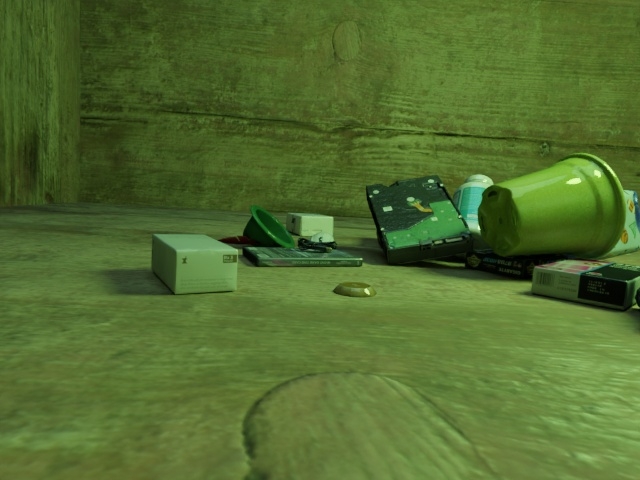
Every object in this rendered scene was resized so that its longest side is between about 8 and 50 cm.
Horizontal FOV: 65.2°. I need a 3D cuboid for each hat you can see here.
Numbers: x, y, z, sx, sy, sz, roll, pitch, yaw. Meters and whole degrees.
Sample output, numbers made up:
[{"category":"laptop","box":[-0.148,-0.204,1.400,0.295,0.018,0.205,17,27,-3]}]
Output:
[{"category":"hat","box":[-0.214,0.008,1.550,0.208,0.183,0.173,44,13,-5]}]

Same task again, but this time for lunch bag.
[{"category":"lunch bag","box":[0.746,-0.040,1.590,0.328,0.238,0.385,-2,-8,-34]}]

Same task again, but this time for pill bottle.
[{"category":"pill bottle","box":[0.472,-0.079,1.537,0.146,0.264,0.146,14,-35,10]}]

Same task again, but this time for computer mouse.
[{"category":"computer mouse","box":[0.000,0.000,1.423,0.106,0.042,0.193,3,6,6]}]

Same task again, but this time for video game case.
[{"category":"video game case","box":[-0.053,0.042,1.323,0.274,0.026,0.196,2,6,-20]}]

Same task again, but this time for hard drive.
[{"category":"hard drive","box":[0.275,-0.069,1.456,0.237,0.064,0.339,-10,36,-1]}]

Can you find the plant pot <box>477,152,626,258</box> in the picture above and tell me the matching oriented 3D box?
[{"category":"plant pot","box":[0.552,-0.069,1.260,0.254,0.276,0.276,-9,9,-13]}]

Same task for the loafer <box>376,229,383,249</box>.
[{"category":"loafer","box":[0.330,-0.001,1.600,0.366,0.133,0.130,-2,-29,-25]}]

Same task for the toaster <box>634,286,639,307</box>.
[{"category":"toaster","box":[0.639,0.082,0.852,0.146,0.129,0.227,9,7,25]}]

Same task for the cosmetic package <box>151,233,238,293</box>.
[{"category":"cosmetic package","box":[-0.253,0.040,0.980,0.117,0.085,0.231,0,9,-27]}]

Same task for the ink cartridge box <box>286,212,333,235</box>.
[{"category":"ink cartridge box","box":[-0.045,-0.066,2.036,0.140,0.082,0.191,1,5,-21]}]

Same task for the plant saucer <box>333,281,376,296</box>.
[{"category":"plant saucer","box":[0.067,0.092,0.967,0.083,0.015,0.083,3,6,0]}]

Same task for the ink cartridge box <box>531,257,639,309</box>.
[{"category":"ink cartridge box","box":[0.628,0.087,1.119,0.176,0.069,0.371,9,6,42]}]

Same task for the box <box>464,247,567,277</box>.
[{"category":"box","box":[0.531,0.057,1.359,0.220,0.051,0.175,-2,9,-38]}]
